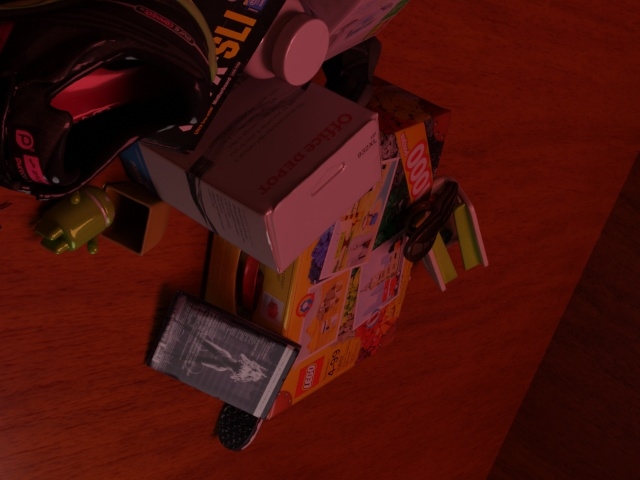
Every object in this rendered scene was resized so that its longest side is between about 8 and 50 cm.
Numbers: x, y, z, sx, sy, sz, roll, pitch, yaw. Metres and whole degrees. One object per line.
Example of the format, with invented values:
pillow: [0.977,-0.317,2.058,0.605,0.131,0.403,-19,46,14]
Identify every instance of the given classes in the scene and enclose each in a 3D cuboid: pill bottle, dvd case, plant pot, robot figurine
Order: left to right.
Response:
robot figurine: [-0.329,-0.030,1.453,0.115,0.067,0.101,-40,133,-31]
plant pot: [-0.259,-0.039,1.546,0.083,0.081,0.081,-30,140,-58]
dvd case: [-0.160,0.188,1.753,0.018,0.221,0.164,-66,-179,-60]
pill bottle: [-0.099,-0.287,1.419,0.121,0.216,0.121,-39,146,-33]

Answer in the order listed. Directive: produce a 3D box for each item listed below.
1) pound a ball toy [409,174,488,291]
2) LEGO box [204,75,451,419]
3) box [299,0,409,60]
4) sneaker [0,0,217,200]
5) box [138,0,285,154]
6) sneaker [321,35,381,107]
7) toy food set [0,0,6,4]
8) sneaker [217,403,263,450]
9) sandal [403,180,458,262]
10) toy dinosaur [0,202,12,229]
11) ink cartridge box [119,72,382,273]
pound a ball toy: [0.224,-0.013,2.293,0.208,0.136,0.319,-30,147,0]
LEGO box: [0.000,0.000,1.859,0.372,0.193,0.500,-26,137,-45]
box: [0.046,-0.377,1.533,0.231,0.127,0.262,-38,178,43]
sneaker: [-0.337,-0.139,1.104,0.483,0.202,0.185,-19,138,-7]
box: [-0.197,-0.266,1.256,0.257,0.079,0.322,11,127,-38]
sneaker: [0.023,-0.276,1.683,0.130,0.087,0.227,36,44,-24]
toy food set: [-0.370,-0.265,1.225,0.078,0.019,0.122,-19,131,-49]
sneaker: [-0.113,0.304,2.074,0.097,0.084,0.235,14,104,-61]
sandal: [0.182,-0.039,1.860,0.219,0.060,0.090,-55,162,-44]
toy dinosaur: [-0.435,-0.041,1.333,0.090,0.047,0.082,-78,159,-43]
ink cartridge box: [-0.101,-0.126,1.472,0.223,0.307,0.129,-44,147,-25]
